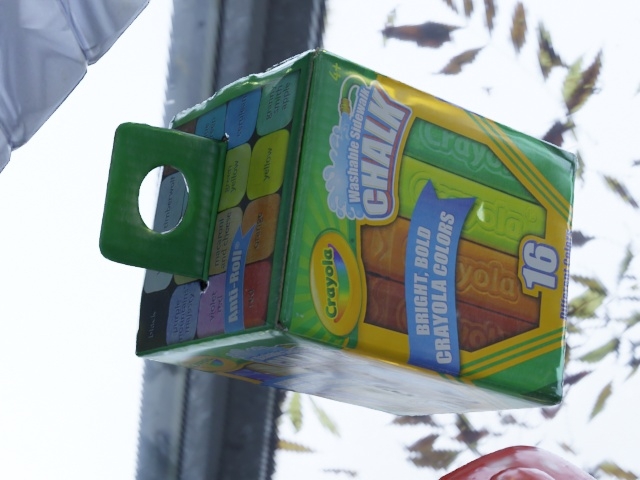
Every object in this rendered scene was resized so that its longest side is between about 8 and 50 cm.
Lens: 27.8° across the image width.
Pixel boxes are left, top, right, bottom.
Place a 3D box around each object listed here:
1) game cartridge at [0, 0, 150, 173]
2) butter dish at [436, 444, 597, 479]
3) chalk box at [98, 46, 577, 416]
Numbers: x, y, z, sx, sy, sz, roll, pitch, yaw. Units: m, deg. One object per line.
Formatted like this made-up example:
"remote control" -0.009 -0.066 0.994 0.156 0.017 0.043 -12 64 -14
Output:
"game cartridge" -0.118 -0.203 0.273 0.068 0.230 0.355 -1 -50 26
"butter dish" 0.088 0.149 0.565 0.160 0.160 0.118 37 -38 44
"chalk box" 0.000 0.000 0.837 0.179 0.289 0.180 -15 -116 53
